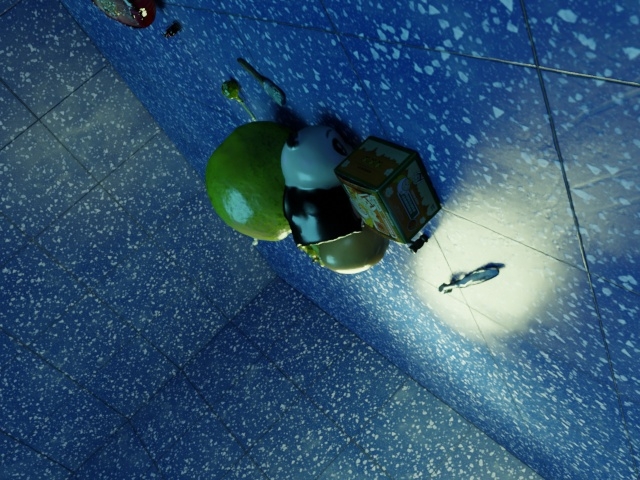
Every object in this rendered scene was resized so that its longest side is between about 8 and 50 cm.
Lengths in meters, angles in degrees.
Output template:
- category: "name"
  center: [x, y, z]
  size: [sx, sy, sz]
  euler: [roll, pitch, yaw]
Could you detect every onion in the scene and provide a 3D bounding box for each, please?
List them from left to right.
- category: "onion"
  center: [-0.629, -0.784, 1.931]
  size: [0.248, 0.161, 0.248]
  euler: [40, 177, 3]

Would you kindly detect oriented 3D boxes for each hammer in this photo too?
- category: "hammer"
  center: [0.245, -0.005, 1.863]
  size: [0.029, 0.058, 0.292]
  euler: [50, 172, -15]

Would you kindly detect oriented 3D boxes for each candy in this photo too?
- category: "candy"
  center: [-0.271, -0.467, 2.057]
  size: [0.058, 0.062, 0.194]
  euler: [-12, 148, 22]

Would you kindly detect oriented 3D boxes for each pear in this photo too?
- category: "pear"
  center: [-0.162, -0.174, 1.899]
  size: [0.391, 0.391, 0.391]
  euler: [43, 167, 12]

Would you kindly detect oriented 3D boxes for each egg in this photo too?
- category: "egg"
  center: [0.103, 0.001, 1.885]
  size: [0.201, 0.245, 0.201]
  euler: [45, 157, 25]

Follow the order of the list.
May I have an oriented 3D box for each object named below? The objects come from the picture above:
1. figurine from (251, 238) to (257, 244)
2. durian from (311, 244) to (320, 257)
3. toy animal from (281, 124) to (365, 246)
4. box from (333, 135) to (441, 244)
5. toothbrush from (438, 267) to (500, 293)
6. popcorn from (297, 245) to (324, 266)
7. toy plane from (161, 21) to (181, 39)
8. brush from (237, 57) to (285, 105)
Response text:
- category: "figurine"
  center: [-0.286, -0.158, 2.674]
  size: [0.281, 0.168, 0.369]
  euler: [-104, 0, -67]
- category: "durian"
  center: [0.006, -0.057, 2.100]
  size: [0.394, 0.198, 0.163]
  euler: [45, 169, 13]
- category: "toy animal"
  center: [0.000, -0.156, 1.657]
  size: [0.251, 0.251, 0.309]
  euler: [-179, 73, -73]
- category: "box"
  center: [0.162, -0.122, 1.495]
  size: [0.178, 0.148, 0.194]
  euler: [34, 163, 48]
- category: "toothbrush"
  center: [0.410, 0.115, 1.708]
  size: [0.413, 0.042, 0.035]
  euler: [126, 137, -77]
- category: "popcorn"
  center: [0.001, 0.000, 2.358]
  size: [0.189, 0.169, 0.218]
  euler: [42, 173, 24]
- category: "toy plane"
  center: [-0.499, -0.695, 2.027]
  size: [0.037, 0.060, 0.145]
  euler: [51, -178, -23]
- category: "brush"
  center: [-0.176, -0.471, 1.784]
  size: [0.196, 0.021, 0.070]
  euler: [46, 169, 10]
